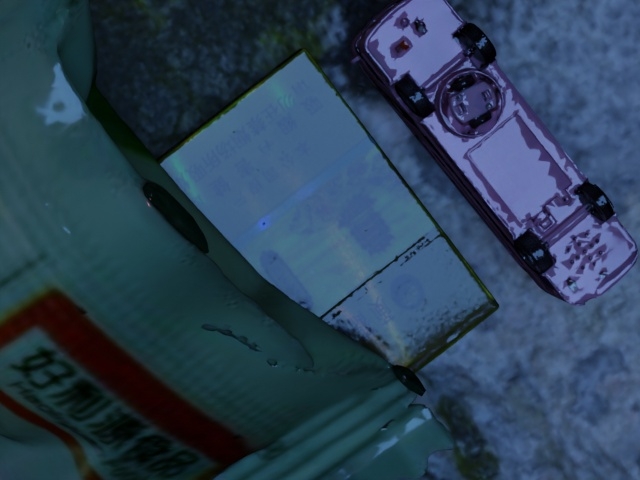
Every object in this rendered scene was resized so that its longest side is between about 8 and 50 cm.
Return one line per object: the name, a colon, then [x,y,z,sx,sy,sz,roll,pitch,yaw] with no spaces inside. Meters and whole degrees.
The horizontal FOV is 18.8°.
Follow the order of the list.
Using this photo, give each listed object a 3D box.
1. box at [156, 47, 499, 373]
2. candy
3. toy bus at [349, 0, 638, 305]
box: [0.000,0.000,1.132,0.121,0.030,0.193,-38,99,-2]
candy: [-0.124,0.046,1.065,0.263,0.172,0.398,-29,117,18]
toy bus: [0.098,-0.053,1.110,0.063,0.090,0.203,-39,100,-3]
